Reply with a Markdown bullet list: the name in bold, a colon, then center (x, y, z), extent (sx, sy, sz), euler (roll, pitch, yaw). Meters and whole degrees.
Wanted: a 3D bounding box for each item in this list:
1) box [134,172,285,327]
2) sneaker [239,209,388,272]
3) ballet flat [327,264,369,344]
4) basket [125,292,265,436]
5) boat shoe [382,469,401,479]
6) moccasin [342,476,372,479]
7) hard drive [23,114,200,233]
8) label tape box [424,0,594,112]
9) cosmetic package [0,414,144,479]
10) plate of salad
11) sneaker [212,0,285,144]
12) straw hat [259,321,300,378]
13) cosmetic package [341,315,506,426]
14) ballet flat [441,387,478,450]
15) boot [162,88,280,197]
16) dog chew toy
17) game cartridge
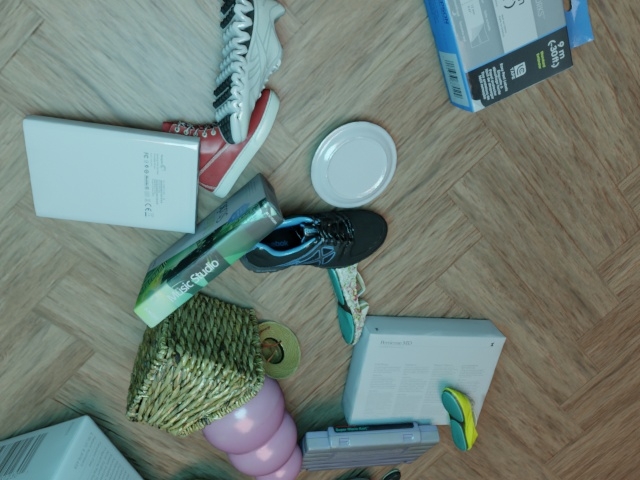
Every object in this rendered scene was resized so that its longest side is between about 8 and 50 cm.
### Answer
- **box**: center (-0.219, 0.008, 1.053), extent (0.322, 0.232, 0.058), euler (-40, 111, 5)
- **sneaker**: center (0.000, 0.000, 1.126), extent (0.340, 0.139, 0.125), euler (-12, 80, -18)
- **ballet flat**: center (0.077, 0.143, 1.267), extent (0.077, 0.091, 0.241), euler (-22, 119, -19)
- **basket**: center (-0.265, 0.265, 1.116), extent (0.222, 0.299, 0.214), euler (24, 106, -21)
- **boat shoe**: center (0.196, 0.742, 1.578), extent (0.049, 0.042, 0.133), euler (37, 99, -22)
- **moccasin**: center (0.013, 0.814, 1.505), extent (0.379, 0.147, 0.139), euler (-31, 116, 1)
- **hard drive**: center (-0.393, -0.121, 1.021), extent (0.307, 0.040, 0.203), euler (7, 123, -7)
- **label tape box**: center (0.409, -0.451, 1.070), extent (0.347, 0.115, 0.249), euler (-25, 116, 0)
- **cosmetic package**: center (-0.597, 0.671, 1.166), extent (0.329, 0.327, 0.394), euler (-20, 117, 11)
- **plate of salad**: center (0.071, -0.164, 1.151), extent (0.199, 0.048, 0.200), euler (-10, 124, -16)
- **sneaker**: center (-0.126, -0.319, 0.972), extent (0.118, 0.110, 0.293), euler (7, 89, -31)
- **straw hat**: center (-0.123, 0.269, 1.281), extent (0.144, 0.145, 0.061), euler (32, 141, -23)
- **cosmetic package**: center (0.265, 0.345, 1.390), extent (0.376, 0.097, 0.285), euler (5, 114, -15)
- **ballet flat**: center (0.370, 0.451, 1.379), extent (0.077, 0.077, 0.231), euler (-32, 122, -22)
- **boot**: center (-0.205, -0.223, 1.040), extent (0.176, 0.088, 0.244), euler (31, 106, -22)
- **dog chew toy**: center (-0.150, 0.462, 1.272), extent (0.206, 0.207, 0.332), euler (-28, 111, 0)
- **game cartridge**: center (0.115, 0.551, 1.409), extent (0.354, 0.068, 0.230), euler (2, 139, -14)
